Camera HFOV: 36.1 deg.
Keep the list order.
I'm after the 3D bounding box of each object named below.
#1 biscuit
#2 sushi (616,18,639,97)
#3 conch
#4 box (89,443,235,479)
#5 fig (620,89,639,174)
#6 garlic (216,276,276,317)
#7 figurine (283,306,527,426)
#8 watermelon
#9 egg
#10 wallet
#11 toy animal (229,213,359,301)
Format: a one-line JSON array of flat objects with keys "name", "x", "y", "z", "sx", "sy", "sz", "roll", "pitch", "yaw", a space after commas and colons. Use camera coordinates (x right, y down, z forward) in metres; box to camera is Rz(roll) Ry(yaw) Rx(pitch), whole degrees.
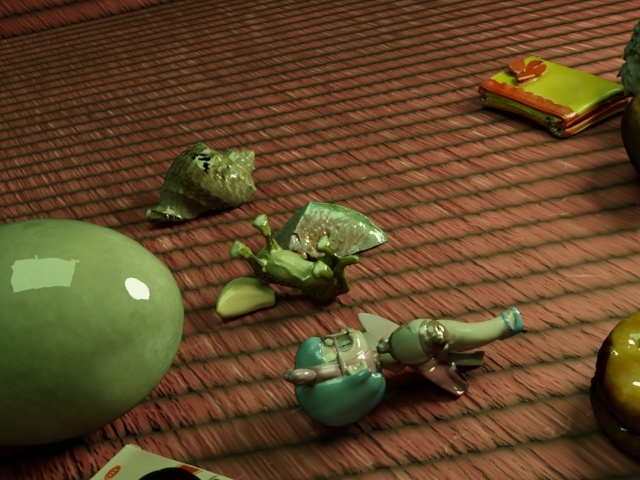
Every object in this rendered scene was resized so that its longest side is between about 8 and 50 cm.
[{"name": "biscuit", "x": 0.371, "y": 0.134, "z": 0.947, "sx": 0.220, "sy": 0.066, "sz": 0.220, "roll": -11, "pitch": 28, "yaw": 6}, {"name": "sushi", "x": 0.556, "y": -0.287, "z": 1.434, "sx": 0.184, "sy": 0.274, "sz": 0.139, "roll": 4, "pitch": 32, "yaw": -16}, {"name": "conch", "x": -0.193, "y": -0.085, "z": 1.603, "sx": 0.207, "sy": 0.130, "sz": 0.155, "roll": -37, "pitch": -6, "yaw": 1}, {"name": "box", "x": -0.202, "y": 0.330, "z": 0.848, "sx": 0.214, "sy": 0.069, "sz": 0.353, "roll": 8, "pitch": 33, "yaw": 35}, {"name": "fig", "x": 0.475, "y": -0.122, "z": 1.286, "sx": 0.170, "sy": 0.145, "sz": 0.274, "roll": -9, "pitch": 27, "yaw": 28}, {"name": "garlic", "x": -0.100, "y": 0.074, "z": 1.300, "sx": 0.083, "sy": 0.041, "sz": 0.053, "roll": -10, "pitch": 32, "yaw": -10}, {"name": "figurine", "x": 0.094, "y": 0.127, "z": 1.030, "sx": 0.260, "sy": 0.103, "sz": 0.205, "roll": -14, "pitch": 2, "yaw": -8}, {"name": "watermelon", "x": 0.003, "y": -0.008, "z": 1.398, "sx": 0.180, "sy": 0.081, "sz": 0.094, "roll": -13, "pitch": 53, "yaw": 13}, {"name": "egg", "x": -0.327, "y": 0.103, "z": 1.117, "sx": 0.352, "sy": 0.258, "sz": 0.258, "roll": -6, "pitch": 29, "yaw": 17}, {"name": "wallet", "x": 0.381, "y": -0.247, "z": 1.648, "sx": 0.141, "sy": 0.067, "sz": 0.241, "roll": -26, "pitch": 31, "yaw": -19}, {"name": "toy animal", "x": -0.020, "y": 0.036, "z": 1.282, "sx": 0.181, "sy": 0.136, "sz": 0.073, "roll": 14, "pitch": 67, "yaw": 23}]
